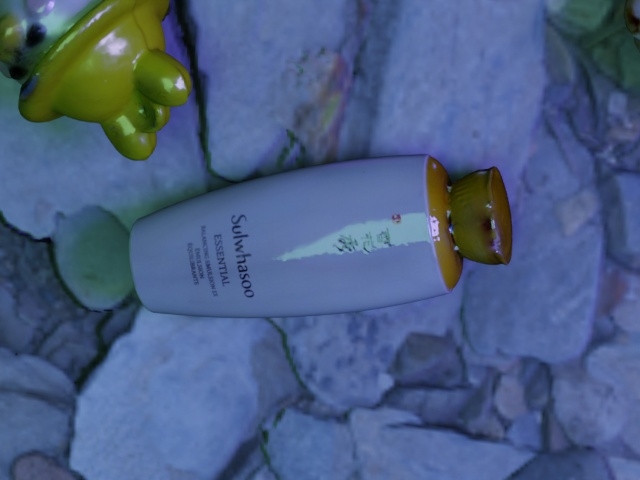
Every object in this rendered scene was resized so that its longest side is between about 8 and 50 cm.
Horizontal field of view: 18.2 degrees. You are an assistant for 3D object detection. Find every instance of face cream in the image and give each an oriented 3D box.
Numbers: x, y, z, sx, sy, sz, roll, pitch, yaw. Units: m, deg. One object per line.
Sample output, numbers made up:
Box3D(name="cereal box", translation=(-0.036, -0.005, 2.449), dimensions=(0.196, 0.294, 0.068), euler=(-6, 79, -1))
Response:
Box3D(name="face cream", translation=(0.000, 0.000, 0.951), dimensions=(0.182, 0.051, 0.072), euler=(-8, 97, 14))

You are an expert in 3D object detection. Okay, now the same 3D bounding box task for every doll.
Box3D(name="doll", translation=(-0.157, -0.134, 0.935), dimensions=(0.241, 0.099, 0.135), euler=(41, 104, 3))

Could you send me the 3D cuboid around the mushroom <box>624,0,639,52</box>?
Box3D(name="mushroom", translation=(0.235, -0.132, 0.844), dimensions=(0.225, 0.093, 0.116), euler=(-28, 116, 13))
